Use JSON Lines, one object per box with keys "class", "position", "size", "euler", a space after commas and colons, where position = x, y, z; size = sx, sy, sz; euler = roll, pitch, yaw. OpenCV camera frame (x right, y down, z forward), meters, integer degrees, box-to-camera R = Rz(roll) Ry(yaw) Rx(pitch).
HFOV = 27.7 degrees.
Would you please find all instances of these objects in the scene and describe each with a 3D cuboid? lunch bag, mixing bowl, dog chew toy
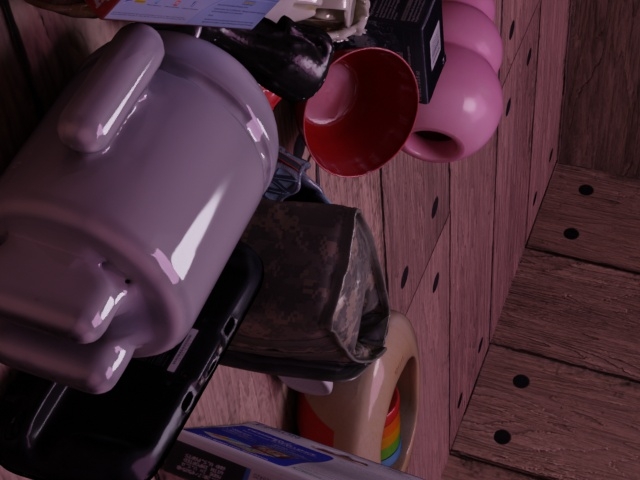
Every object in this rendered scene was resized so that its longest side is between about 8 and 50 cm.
{"class": "lunch bag", "position": [-0.054, 0.065, 1.488], "size": [0.287, 0.235, 0.169], "euler": [58, 43, -66]}
{"class": "mixing bowl", "position": [0.033, -0.186, 1.752], "size": [0.181, 0.098, 0.182], "euler": [-14, 120, -26]}
{"class": "dog chew toy", "position": [0.209, -0.298, 2.145], "size": [0.207, 0.206, 0.332], "euler": [70, 29, -62]}

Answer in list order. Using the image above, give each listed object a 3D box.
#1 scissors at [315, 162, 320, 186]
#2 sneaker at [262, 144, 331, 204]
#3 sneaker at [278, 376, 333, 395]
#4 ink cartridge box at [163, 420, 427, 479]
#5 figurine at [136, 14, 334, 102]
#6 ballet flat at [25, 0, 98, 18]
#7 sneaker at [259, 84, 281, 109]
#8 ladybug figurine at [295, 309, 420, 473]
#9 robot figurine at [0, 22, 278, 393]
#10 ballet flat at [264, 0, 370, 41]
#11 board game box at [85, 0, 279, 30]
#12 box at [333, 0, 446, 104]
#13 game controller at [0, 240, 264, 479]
{"class": "scissors", "position": [0.000, 0.000, 1.816], "size": [0.297, 0.021, 0.109], "euler": [-88, 158, -44]}
{"class": "sneaker", "position": [-0.046, -0.024, 1.634], "size": [0.262, 0.125, 0.104], "euler": [74, 34, -58]}
{"class": "sneaker", "position": [-0.026, 0.105, 1.864], "size": [0.296, 0.104, 0.147], "euler": [70, 29, -61]}
{"class": "ink cartridge box", "position": [-0.012, 0.316, 1.701], "size": [0.307, 0.303, 0.072], "euler": [25, 82, -72]}
{"class": "figurine", "position": [-0.050, -0.258, 1.261], "size": [0.209, 0.092, 0.215], "euler": [16, 115, -45]}
{"class": "ballet flat", "position": [-0.163, -0.276, 1.135], "size": [0.124, 0.116, 0.342], "euler": [111, 0, -52]}
{"class": "sneaker", "position": [-0.102, -0.141, 1.476], "size": [0.221, 0.087, 0.128], "euler": [-26, 137, -54]}
{"class": "ladybug figurine", "position": [0.059, 0.295, 2.156], "size": [0.305, 0.161, 0.449], "euler": [-61, 157, -43]}
{"class": "robot figurine", "position": [-0.161, -0.042, 1.121], "size": [0.300, 0.199, 0.353], "euler": [95, 17, -51]}
{"class": "ballet flat", "position": [-0.039, -0.286, 1.447], "size": [0.409, 0.147, 0.147], "euler": [-10, 112, -71]}
{"class": "board game box", "position": [-0.073, -0.235, 1.073], "size": [0.145, 0.027, 0.281], "euler": [-41, 172, 20]}
{"class": "box", "position": [0.084, -0.282, 1.796], "size": [0.156, 0.158, 0.093], "euler": [78, 30, -54]}
{"class": "game controller", "position": [-0.177, 0.102, 1.237], "size": [0.067, 0.166, 0.319], "euler": [94, 18, -48]}
